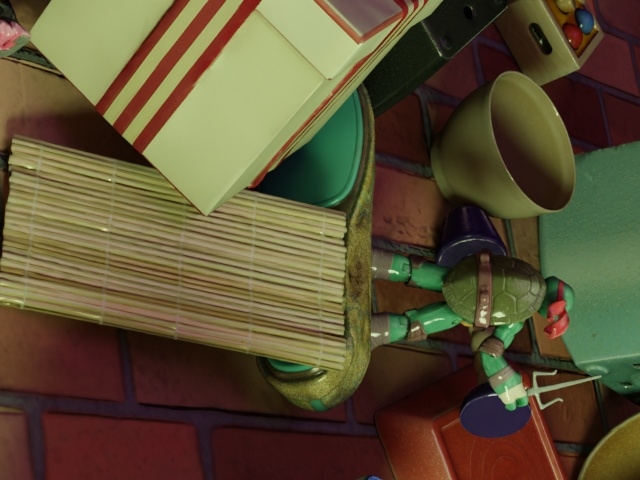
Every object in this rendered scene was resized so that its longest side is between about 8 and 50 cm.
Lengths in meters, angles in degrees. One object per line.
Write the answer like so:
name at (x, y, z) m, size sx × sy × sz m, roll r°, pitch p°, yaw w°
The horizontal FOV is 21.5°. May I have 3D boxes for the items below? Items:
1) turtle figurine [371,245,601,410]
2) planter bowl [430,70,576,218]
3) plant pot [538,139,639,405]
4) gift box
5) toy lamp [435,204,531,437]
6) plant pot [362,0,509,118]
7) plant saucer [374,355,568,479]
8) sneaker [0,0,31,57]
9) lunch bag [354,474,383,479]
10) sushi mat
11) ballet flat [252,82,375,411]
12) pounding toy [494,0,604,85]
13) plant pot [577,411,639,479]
turtle figurine at (0.153, 0.062, 1.607) m, size 0.118 × 0.234 × 0.175 m, roll 92°, pitch 3°, yaw -45°
planter bowl at (0.190, -0.091, 1.846) m, size 0.162 × 0.109 × 0.162 m, roll 28°, pitch 51°, yaw -42°
plant pot at (0.405, 0.050, 1.951) m, size 0.248 × 0.247 × 0.252 m, roll 32°, pitch 58°, yaw -39°
gift box at (-0.072, -0.217, 1.399) m, size 0.276 × 0.258 × 0.255 m, roll 43°, pitch 32°, yaw -2°
toy lamp at (0.162, 0.075, 1.725) m, size 0.080 × 0.080 × 0.274 m, roll 39°, pitch 33°, yaw -34°
plant pot at (0.071, -0.240, 1.692) m, size 0.188 × 0.167 × 0.187 m, roll -42°, pitch 107°, yaw -38°
plant saucer at (0.182, 0.257, 1.713) m, size 0.258 × 0.048 × 0.259 m, roll -18°, pitch 88°, yaw -54°
sneaker at (-0.285, -0.184, 1.346) m, size 0.119 × 0.047 × 0.057 m, roll 10°, pitch 58°, yaw -58°
lunch bag at (0.037, 0.277, 1.447) m, size 0.151 × 0.129 × 0.096 m, roll 42°, pitch 44°, yaw -30°
sushi mat at (-0.114, 0.012, 1.395) m, size 0.317 × 0.019 × 0.151 m, roll 13°, pitch 59°, yaw -26°
ballet flat at (0.000, 0.000, 1.571) m, size 0.123 × 0.123 × 0.348 m, roll 32°, pitch 49°, yaw -39°
pounding toy at (0.281, -0.279, 2.065) m, size 0.141 × 0.100 × 0.130 m, roll 58°, pitch 37°, yaw -14°
plant pot at (0.436, 0.343, 1.867) m, size 0.254 × 0.237 × 0.237 m, roll 61°, pitch 34°, yaw -34°
